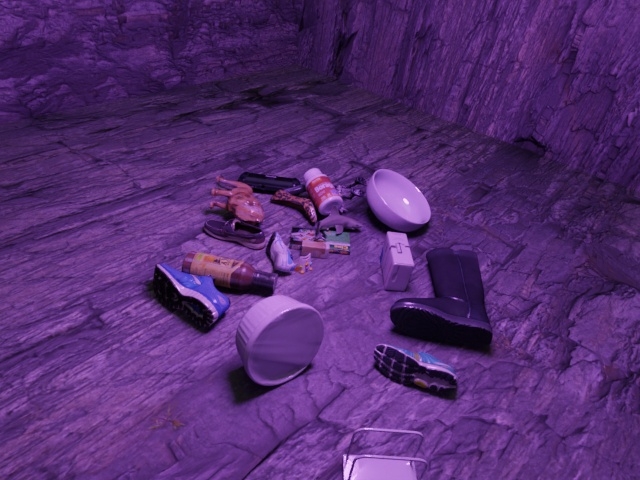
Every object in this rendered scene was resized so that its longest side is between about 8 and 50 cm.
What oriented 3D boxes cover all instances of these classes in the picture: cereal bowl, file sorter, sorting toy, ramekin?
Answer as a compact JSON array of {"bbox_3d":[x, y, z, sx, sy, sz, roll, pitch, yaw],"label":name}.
[{"bbox_3d":[0.348,-0.171,2.054,0.339,0.141,0.338,21,43,-21],"label":"cereal bowl"},{"bbox_3d":[0.160,0.611,1.009,0.193,0.172,0.277,5,38,-3],"label":"file sorter"},{"bbox_3d":[-0.063,0.087,1.732,0.083,0.075,0.045,-21,46,-32],"label":"sorting toy"},{"bbox_3d":[-0.132,0.291,1.311,0.273,0.272,0.127,-20,33,-32],"label":"ramekin"}]

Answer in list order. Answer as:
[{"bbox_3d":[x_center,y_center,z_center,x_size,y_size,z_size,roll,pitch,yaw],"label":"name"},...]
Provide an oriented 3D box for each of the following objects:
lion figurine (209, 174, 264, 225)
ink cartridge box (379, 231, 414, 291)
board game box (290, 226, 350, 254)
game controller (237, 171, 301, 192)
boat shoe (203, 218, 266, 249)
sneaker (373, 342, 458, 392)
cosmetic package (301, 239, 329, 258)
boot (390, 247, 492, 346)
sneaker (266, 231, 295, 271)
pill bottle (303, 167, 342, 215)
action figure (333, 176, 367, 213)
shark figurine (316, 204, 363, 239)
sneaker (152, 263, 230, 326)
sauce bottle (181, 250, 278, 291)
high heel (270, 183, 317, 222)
[{"bbox_3d":[-0.376,-0.203,2.004,0.241,0.142,0.392,9,32,-12],"label":"lion figurine"},{"bbox_3d":[0.304,0.085,1.746,0.086,0.148,0.203,7,38,-6],"label":"ink cartridge box"},{"bbox_3d":[0.000,0.000,1.898,0.260,0.030,0.136,6,35,-2],"label":"board game box"},{"bbox_3d":[-0.260,-0.292,2.214,0.320,0.067,0.166,7,22,-4],"label":"game controller"},{"bbox_3d":[-0.362,-0.048,1.837,0.286,0.092,0.102,19,38,14],"label":"boat shoe"},{"bbox_3d":[0.303,0.403,1.395,0.276,0.106,0.110,20,19,8],"label":"sneaker"},{"bbox_3d":[-0.022,0.039,1.817,0.115,0.060,0.041,5,37,-2],"label":"cosmetic package"},{"bbox_3d":[0.448,0.173,1.657,0.368,0.146,0.444,17,40,-2],"label":"boot"},{"bbox_3d":[-0.163,0.049,1.771,0.086,0.085,0.237,20,26,-30],"label":"sneaker"},{"bbox_3d":[0.005,-0.230,2.007,0.121,0.121,0.216,-14,57,-27],"label":"pill bottle"},{"bbox_3d":[0.092,-0.213,2.105,0.276,0.141,0.163,-14,57,34],"label":"action figure"},{"bbox_3d":[0.046,-0.094,1.921,0.166,0.116,0.279,24,25,39],"label":"shark figurine"},{"bbox_3d":[-0.455,0.178,1.523,0.330,0.129,0.147,30,28,21],"label":"sneaker"},{"bbox_3d":[-0.332,0.122,1.608,0.345,0.111,0.111,12,37,2],"label":"sauce bottle"},{"bbox_3d":[-0.126,-0.152,2.053,0.187,0.093,0.261,-19,52,-5],"label":"high heel"}]
